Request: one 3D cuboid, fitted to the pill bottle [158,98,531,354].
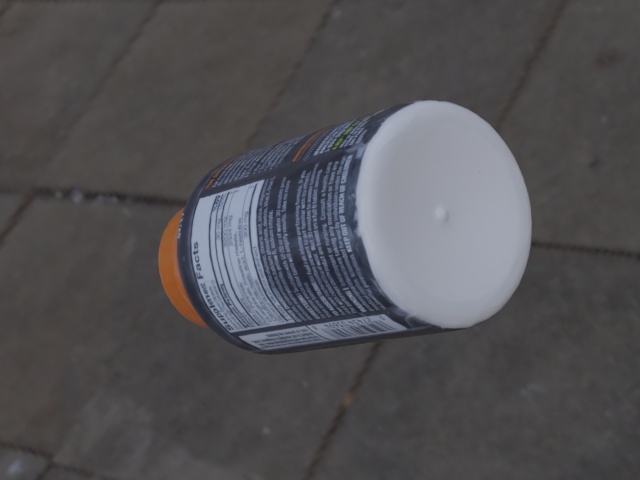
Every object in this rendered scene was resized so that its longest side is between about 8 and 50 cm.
[{"bbox_3d":[0.000,0.000,1.014,0.246,0.130,0.130,-12,44,53],"label":"pill bottle"}]
